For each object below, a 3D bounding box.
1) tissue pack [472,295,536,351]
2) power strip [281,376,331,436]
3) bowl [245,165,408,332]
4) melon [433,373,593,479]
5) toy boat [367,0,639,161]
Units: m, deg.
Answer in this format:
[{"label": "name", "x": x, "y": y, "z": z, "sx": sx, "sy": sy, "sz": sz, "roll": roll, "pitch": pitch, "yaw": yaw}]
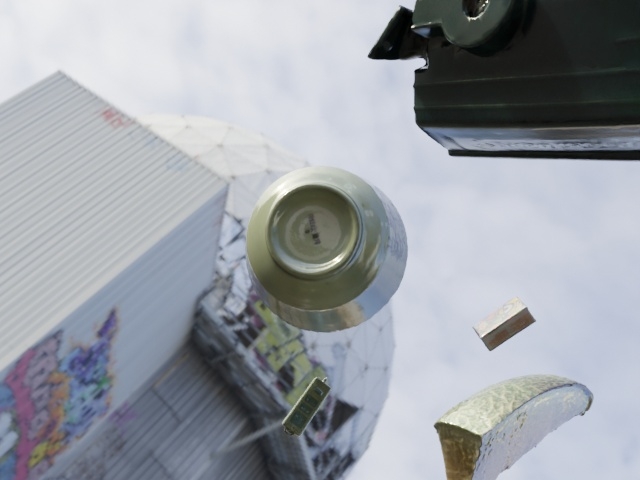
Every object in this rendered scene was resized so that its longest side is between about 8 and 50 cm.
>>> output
[{"label": "tissue pack", "x": 0.272, "y": 0.124, "z": 1.328, "sx": 0.083, "sy": 0.063, "sz": 0.035, "roll": -36, "pitch": -79, "yaw": 5}, {"label": "power strip", "x": -0.015, "y": 0.200, "z": 1.086, "sx": 0.027, "sy": 0.083, "sz": 0.017, "roll": 36, "pitch": -18, "yaw": 0}, {"label": "bowl", "x": 0.000, "y": 0.000, "z": 1.082, "sx": 0.211, "sy": 0.211, "sz": 0.112, "roll": 33, "pitch": -7, "yaw": 14}, {"label": "melon", "x": 0.181, "y": 0.159, "z": 0.791, "sx": 0.054, "sy": 0.182, "sz": 0.098, "roll": 22, "pitch": -49, "yaw": 47}, {"label": "toy boat", "x": 0.171, "y": -0.089, "z": 0.372, "sx": 0.296, "sy": 0.122, "sz": 0.114, "roll": 5, "pitch": -95, "yaw": 44}]
